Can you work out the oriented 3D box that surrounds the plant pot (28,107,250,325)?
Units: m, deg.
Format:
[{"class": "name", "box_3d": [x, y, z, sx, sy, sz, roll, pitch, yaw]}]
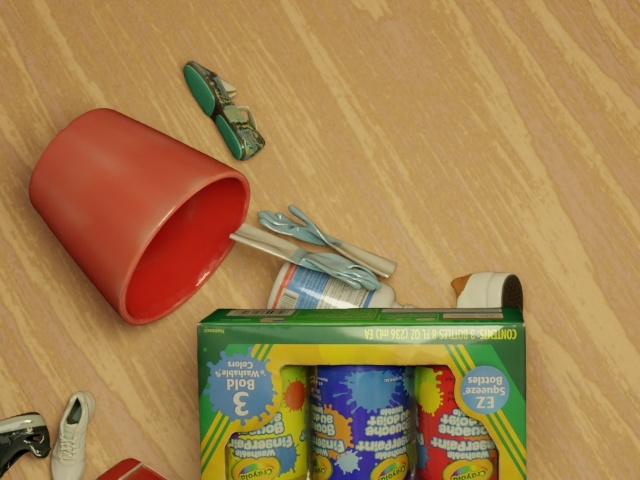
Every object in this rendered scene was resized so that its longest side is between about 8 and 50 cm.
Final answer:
[{"class": "plant pot", "box_3d": [-0.280, -0.053, 1.799, 0.243, 0.275, 0.275, 38, 80, 19]}]

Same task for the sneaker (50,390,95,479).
[{"class": "sneaker", "box_3d": [-0.376, 0.299, 1.807, 0.053, 0.061, 0.152, 7, 79, 1]}]

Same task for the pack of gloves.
[{"class": "pack of gloves", "box_3d": [0.000, 0.000, 1.800, 0.232, 0.195, 0.046, 22, 105, 6]}]

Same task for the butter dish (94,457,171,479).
[{"class": "butter dish", "box_3d": [-0.259, 0.407, 1.746, 0.160, 0.160, 0.118, 31, 98, 7]}]

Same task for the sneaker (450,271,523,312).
[{"class": "sneaker", "box_3d": [0.235, 0.192, 1.815, 0.123, 0.106, 0.290, 0, 84, 36]}]

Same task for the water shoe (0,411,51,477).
[{"class": "water shoe", "box_3d": [-0.504, 0.321, 1.799, 0.203, 0.073, 0.080, -19, 80, -3]}]

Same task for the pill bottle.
[{"class": "pill bottle", "box_3d": [0.038, 0.105, 1.810, 0.221, 0.124, 0.124, 23, 79, 5]}]

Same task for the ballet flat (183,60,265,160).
[{"class": "ballet flat", "box_3d": [-0.150, -0.211, 1.926, 0.070, 0.070, 0.188, -30, 80, -5]}]

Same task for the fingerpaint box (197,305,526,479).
[{"class": "fingerpaint box", "box_3d": [0.061, 0.284, 1.677, 0.444, 0.163, 0.371, 0, 95, 7]}]
